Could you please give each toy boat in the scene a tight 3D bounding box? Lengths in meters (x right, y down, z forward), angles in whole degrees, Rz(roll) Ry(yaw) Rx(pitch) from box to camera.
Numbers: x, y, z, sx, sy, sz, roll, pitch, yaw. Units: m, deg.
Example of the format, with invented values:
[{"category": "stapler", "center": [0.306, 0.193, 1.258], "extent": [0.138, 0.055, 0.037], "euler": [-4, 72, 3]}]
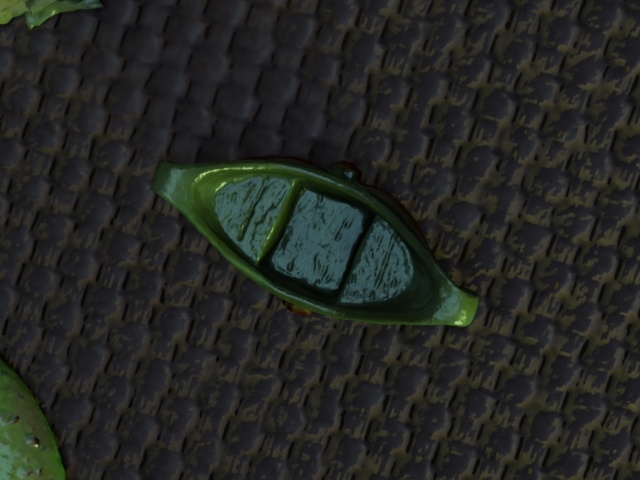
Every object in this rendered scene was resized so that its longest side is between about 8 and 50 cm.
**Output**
[{"category": "toy boat", "center": [-0.001, 0.000, 0.947], "extent": [0.185, 0.071, 0.089], "euler": [23, 97, 5]}]

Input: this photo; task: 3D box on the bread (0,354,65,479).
[{"category": "bread", "center": [-0.284, 0.163, 1.018], "extent": [0.301, 0.045, 0.301], "euler": [1, 94, 7]}]

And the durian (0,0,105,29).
[{"category": "durian", "center": [-0.121, -0.240, 0.888], "extent": [0.305, 0.195, 0.186], "euler": [-23, 85, 12]}]
